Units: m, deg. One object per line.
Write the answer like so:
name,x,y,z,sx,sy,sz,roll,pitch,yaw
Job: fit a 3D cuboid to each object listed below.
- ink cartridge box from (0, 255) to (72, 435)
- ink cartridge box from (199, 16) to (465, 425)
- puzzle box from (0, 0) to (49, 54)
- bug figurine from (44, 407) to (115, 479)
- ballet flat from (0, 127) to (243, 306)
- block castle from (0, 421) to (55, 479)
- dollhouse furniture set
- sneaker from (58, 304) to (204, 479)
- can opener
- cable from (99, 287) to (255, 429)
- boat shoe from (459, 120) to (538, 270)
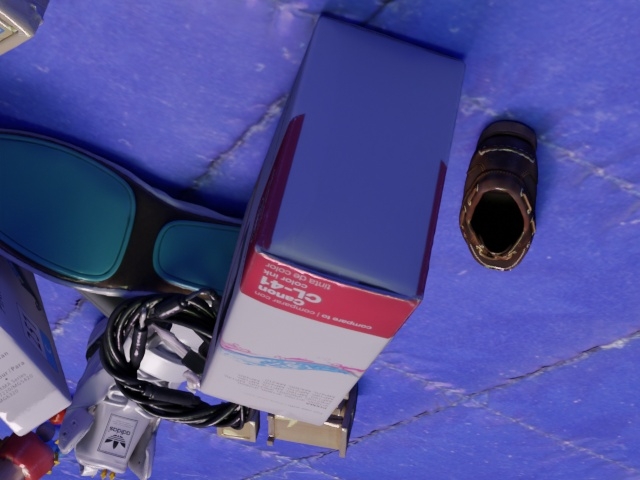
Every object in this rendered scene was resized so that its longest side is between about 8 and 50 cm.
ink cartridge box,-0.363,0.012,0.985,0.066,0.296,0.261,-33,128,-4
ink cartridge box,0.000,0.000,0.858,0.131,0.226,0.306,17,150,-8
puzzle box,-0.443,-0.251,0.764,0.272,0.052,0.409,-16,140,39
bug figurine,-0.419,0.352,1.790,0.216,0.072,0.279,18,146,-23
ballet flat,-0.193,0.001,1.053,0.400,0.139,0.139,18,150,-12
block castle,-0.663,0.332,1.668,0.453,0.213,0.303,-22,110,39
dollhouse furniture set,-0.043,0.191,1.382,0.181,0.101,0.161,8,126,8
sneaker,-0.214,0.177,1.262,0.137,0.210,0.366,25,148,-22
can opener,-0.186,0.078,1.129,0.280,0.093,0.074,33,161,15
cable,-0.136,0.133,1.023,0.150,0.047,0.185,-20,120,12
boat shoe,0.160,-0.020,0.920,0.073,0.073,0.207,4,151,13
